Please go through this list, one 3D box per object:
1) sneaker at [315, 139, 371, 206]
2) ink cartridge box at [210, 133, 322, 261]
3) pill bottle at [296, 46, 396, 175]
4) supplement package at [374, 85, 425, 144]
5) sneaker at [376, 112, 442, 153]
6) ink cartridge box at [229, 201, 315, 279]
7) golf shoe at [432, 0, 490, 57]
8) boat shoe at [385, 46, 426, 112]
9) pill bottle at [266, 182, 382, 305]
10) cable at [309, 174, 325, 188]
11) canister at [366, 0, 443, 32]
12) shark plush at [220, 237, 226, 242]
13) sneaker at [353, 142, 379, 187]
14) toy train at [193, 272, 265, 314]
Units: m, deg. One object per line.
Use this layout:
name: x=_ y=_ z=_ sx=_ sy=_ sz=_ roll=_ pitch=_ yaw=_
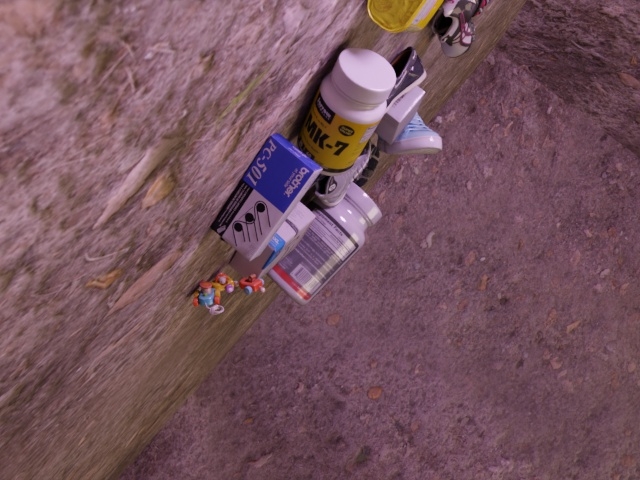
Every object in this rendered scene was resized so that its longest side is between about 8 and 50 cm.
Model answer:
sneaker: x=0.054 y=-0.204 z=1.288 sx=0.228 sy=0.086 sz=0.132 roll=-63 pitch=156 yaw=3
ink cartridge box: x=-0.097 y=-0.072 z=0.831 sx=0.207 sy=0.097 sz=0.046 roll=-51 pitch=175 yaw=22
pill bottle: x=0.041 y=-0.219 z=0.834 sx=0.119 sy=0.119 sz=0.208 roll=-46 pitch=173 yaw=-36
supplement package: x=0.186 y=-0.343 z=1.246 sx=0.105 sy=0.105 sz=0.179 roll=-51 pitch=174 yaw=-4
sneaker: x=0.247 y=-0.333 z=1.419 sx=0.366 sy=0.135 sz=0.149 roll=-139 pitch=-134 yaw=-70
ink cartridge box: x=-0.117 y=-0.002 z=1.213 sx=0.203 sy=0.086 sz=0.148 roll=-43 pitch=171 yaw=-50
golf shoe: x=0.325 y=-0.540 z=1.199 sx=0.120 sy=0.105 sz=0.273 roll=-34 pitch=168 yaw=-3
boat shoe: x=0.141 y=-0.351 z=1.103 sx=0.233 sy=0.084 sz=0.079 roll=-42 pitch=136 yaw=-9
pill bottle: x=0.000 y=0.000 z=1.435 sx=0.363 sy=0.210 sz=0.210 roll=-46 pitch=174 yaw=-5
cable: x=-0.020 y=-0.162 z=1.151 sx=0.184 sy=0.047 sz=0.150 roll=-39 pitch=179 yaw=-20
canister: x=0.149 y=-0.394 z=0.761 sx=0.126 sy=0.073 sz=0.170 roll=-53 pitch=176 yaw=29
shark plush: x=-0.159 y=0.006 z=1.016 sx=0.073 sy=0.067 sz=0.161 roll=-49 pitch=175 yaw=-19
sneaker: x=0.084 y=-0.207 z=1.555 sx=0.275 sy=0.107 sz=0.110 roll=-52 pitch=-161 yaw=22
toy train: x=-0.213 y=0.108 z=1.101 sx=0.166 sy=0.125 sz=0.046 roll=-29 pitch=123 yaw=-51
